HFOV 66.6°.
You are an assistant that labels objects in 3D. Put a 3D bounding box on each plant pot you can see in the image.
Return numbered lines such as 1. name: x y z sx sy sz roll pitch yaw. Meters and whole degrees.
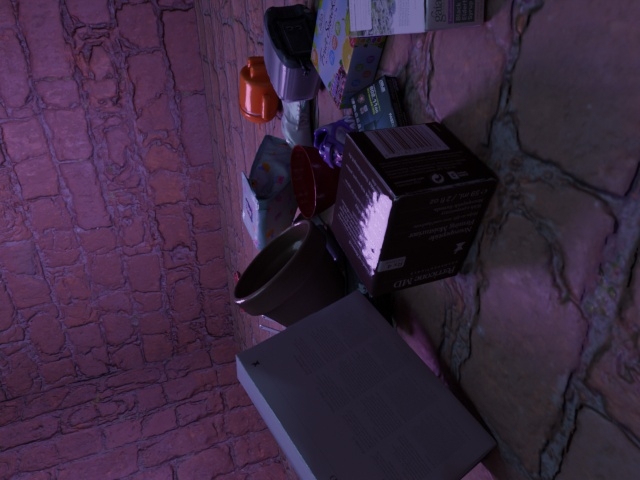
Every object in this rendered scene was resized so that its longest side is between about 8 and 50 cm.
1. plant pot: -0.041 0.118 1.159 0.229 0.263 0.263 46 170 -19

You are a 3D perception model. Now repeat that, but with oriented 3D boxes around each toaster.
1. toaster: -0.061 -0.437 1.167 0.146 0.129 0.227 110 142 -63

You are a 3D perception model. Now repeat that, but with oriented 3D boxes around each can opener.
1. can opener: 0.000 0.000 1.356 0.093 0.074 0.280 49 -176 -38

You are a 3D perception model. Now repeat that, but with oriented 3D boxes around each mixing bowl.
1. mixing bowl: -0.001 -0.149 1.197 0.181 0.098 0.182 169 90 -71

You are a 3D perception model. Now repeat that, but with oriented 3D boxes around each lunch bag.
1. lunch bag: -0.139 -0.129 1.379 0.223 0.160 0.262 101 -175 -51

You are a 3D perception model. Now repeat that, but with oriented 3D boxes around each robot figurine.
1. robot figurine: -0.190 -0.461 1.517 0.158 0.128 0.219 32 142 16

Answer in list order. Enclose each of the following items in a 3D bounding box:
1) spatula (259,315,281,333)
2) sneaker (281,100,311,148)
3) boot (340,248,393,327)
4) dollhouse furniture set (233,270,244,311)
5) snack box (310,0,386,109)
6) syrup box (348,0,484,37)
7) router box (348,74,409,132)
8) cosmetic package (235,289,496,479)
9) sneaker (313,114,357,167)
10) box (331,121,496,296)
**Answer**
1. spatula: -0.088 0.279 1.556 0.168 0.242 0.019 95 -166 -46
2. sneaker: -0.057 -0.343 1.297 0.094 0.080 0.212 -15 86 59
3. boot: 0.111 0.053 1.009 0.229 0.091 0.263 113 143 -60
4. dollhouse furniture set: -0.172 0.156 1.709 0.374 0.201 0.152 156 103 -71
5. snack box: 0.051 -0.394 0.951 0.207 0.070 0.175 107 146 -53
6. syrup box: 0.129 -0.353 0.711 0.237 0.096 0.093 -139 40 -60
7. router box: 0.108 -0.223 0.887 0.092 0.038 0.123 -20 81 46
8. cosmetic package: 0.065 0.296 0.860 0.377 0.284 0.097 48 146 32
9. sneaker: 0.056 -0.180 1.012 0.236 0.104 0.095 -124 31 -46
10. box: 0.132 -0.052 0.765 0.203 0.168 0.167 97 153 -43
